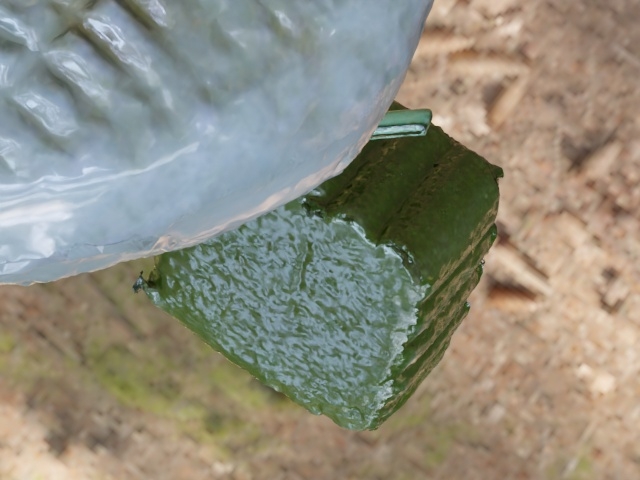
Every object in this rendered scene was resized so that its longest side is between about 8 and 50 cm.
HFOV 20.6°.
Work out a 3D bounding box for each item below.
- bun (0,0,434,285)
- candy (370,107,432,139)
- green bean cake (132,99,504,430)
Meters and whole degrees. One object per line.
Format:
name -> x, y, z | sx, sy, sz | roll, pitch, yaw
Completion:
bun -> -0.123, -0.140, 0.638 | 0.354, 0.354, 0.194 | 40, 165, -2
candy -> -0.101, -0.062, 1.049 | 0.336, 0.093, 0.092 | -4, 134, 2
green bean cake -> 0.000, 0.000, 1.403 | 0.247, 0.156, 0.250 | 30, 142, 15
